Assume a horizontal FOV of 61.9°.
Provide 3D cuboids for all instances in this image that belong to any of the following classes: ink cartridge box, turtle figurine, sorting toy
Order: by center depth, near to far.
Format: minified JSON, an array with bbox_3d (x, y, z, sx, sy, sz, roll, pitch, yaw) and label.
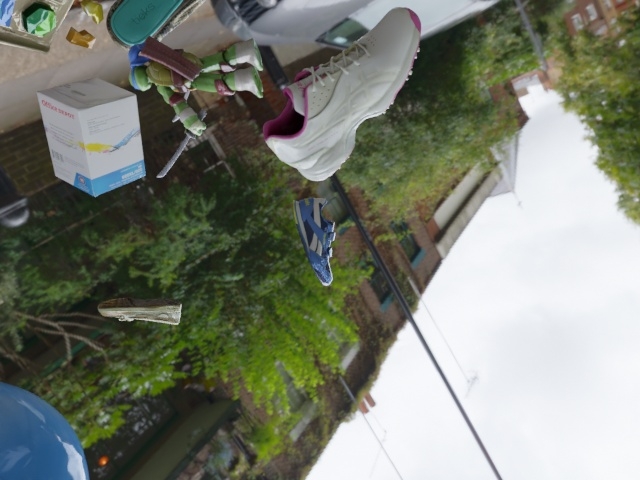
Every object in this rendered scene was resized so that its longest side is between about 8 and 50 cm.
[{"bbox_3d":[-0.556,-0.489,1.092,0.229,0.041,0.307,-53,166,20],"label":"sorting toy"},{"bbox_3d":[-0.250,-0.314,1.149,0.267,0.274,0.197,-9,-156,8],"label":"turtle figurine"},{"bbox_3d":[-0.577,-0.268,1.363,0.171,0.232,0.168,26,-141,27],"label":"ink cartridge box"}]

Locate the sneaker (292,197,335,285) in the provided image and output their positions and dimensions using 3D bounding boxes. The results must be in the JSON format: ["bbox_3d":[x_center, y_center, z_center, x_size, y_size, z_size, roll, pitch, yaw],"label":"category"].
[{"bbox_3d":[0.000,0.000,0.836,0.059,0.144,0.053,-17,-172,-4],"label":"sneaker"}]

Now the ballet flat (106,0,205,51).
[{"bbox_3d":[-0.313,-0.640,1.283,0.483,0.164,0.182,-39,-161,10],"label":"ballet flat"}]

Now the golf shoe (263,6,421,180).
[{"bbox_3d":[0.030,-0.235,0.825,0.306,0.140,0.115,-54,-142,17],"label":"golf shoe"}]

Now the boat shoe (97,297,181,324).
[{"bbox_3d":[-0.347,0.140,1.030,0.153,0.048,0.056,2,-167,-28],"label":"boat shoe"}]

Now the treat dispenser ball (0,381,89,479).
[{"bbox_3d":[-0.403,0.297,0.573,0.288,0.288,0.288,-28,-166,7],"label":"treat dispenser ball"}]
